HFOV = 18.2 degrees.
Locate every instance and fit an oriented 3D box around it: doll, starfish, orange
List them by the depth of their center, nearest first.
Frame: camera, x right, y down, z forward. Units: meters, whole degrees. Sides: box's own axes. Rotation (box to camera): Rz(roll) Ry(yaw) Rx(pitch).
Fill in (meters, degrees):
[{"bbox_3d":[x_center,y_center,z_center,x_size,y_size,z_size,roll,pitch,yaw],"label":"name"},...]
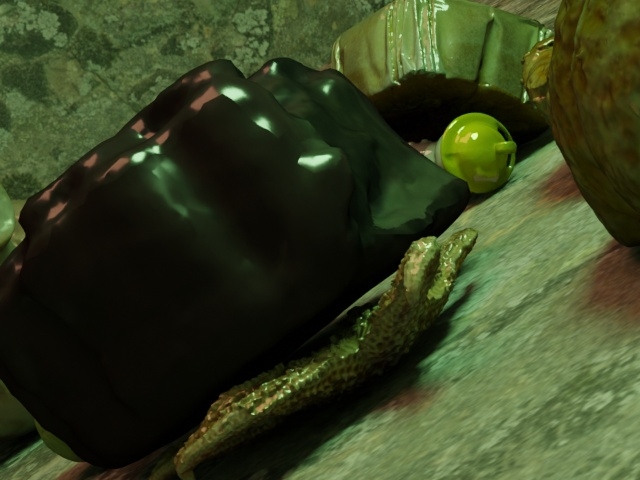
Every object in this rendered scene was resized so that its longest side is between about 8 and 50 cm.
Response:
[{"bbox_3d":[0.267,-0.132,1.245,0.271,0.210,0.369,-36,7,-5],"label":"orange"},{"bbox_3d":[0.020,0.078,1.423,0.299,0.060,0.302,-43,-6,32],"label":"starfish"},{"bbox_3d":[0.105,-0.066,1.852,0.129,0.081,0.207,3,-12,-40],"label":"doll"}]

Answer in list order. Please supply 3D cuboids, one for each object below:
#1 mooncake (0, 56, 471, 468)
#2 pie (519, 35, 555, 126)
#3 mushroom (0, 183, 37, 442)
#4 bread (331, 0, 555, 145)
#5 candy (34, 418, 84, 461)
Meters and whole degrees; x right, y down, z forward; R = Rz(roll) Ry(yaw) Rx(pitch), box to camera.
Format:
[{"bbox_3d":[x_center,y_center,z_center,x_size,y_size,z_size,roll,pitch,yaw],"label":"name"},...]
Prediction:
[{"bbox_3d":[-0.084,0.011,1.516,0.350,0.212,0.381,-45,-7,6],"label":"mooncake"},{"bbox_3d":[0.323,-0.178,1.607,0.339,0.083,0.339,-25,12,5],"label":"pie"},{"bbox_3d":[-0.351,0.046,2.047,0.298,0.290,0.297,-8,43,8],"label":"mushroom"},{"bbox_3d":[0.120,-0.147,1.913,0.192,0.109,0.210,12,-16,-28],"label":"bread"},{"bbox_3d":[-0.103,0.094,1.762,0.336,0.092,0.093,-29,-31,-27],"label":"candy"}]
